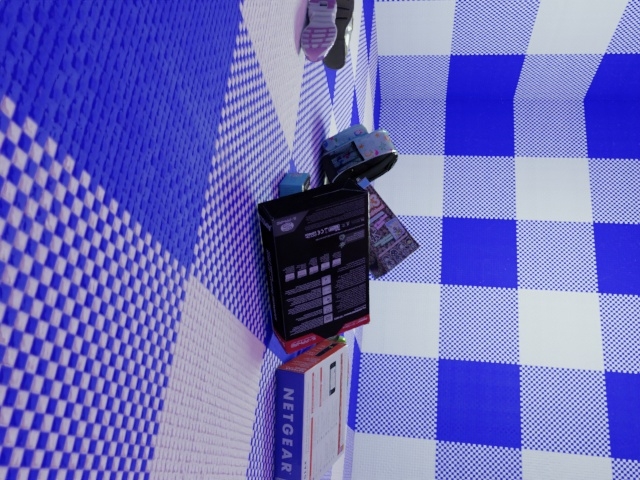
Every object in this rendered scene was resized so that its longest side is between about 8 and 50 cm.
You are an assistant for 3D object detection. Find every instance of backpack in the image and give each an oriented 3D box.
[{"bbox_3d":[0.134,-0.284,1.986,0.225,0.253,0.191,48,21,-75],"label":"backpack"}]

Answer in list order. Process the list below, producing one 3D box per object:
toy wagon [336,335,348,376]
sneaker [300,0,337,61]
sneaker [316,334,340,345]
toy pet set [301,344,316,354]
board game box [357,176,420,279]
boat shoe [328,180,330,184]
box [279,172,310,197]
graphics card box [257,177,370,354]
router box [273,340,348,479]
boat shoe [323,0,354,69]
[{"bbox_3d":[0.076,0.583,2.427,0.267,0.068,0.344,-77,165,-47],"label":"toy wagon"},{"bbox_3d":[0.001,-0.573,1.620,0.104,0.095,0.236,92,5,-57],"label":"sneaker"},{"bbox_3d":[0.008,0.358,1.924,0.227,0.087,0.130,0,94,-77],"label":"sneaker"},{"bbox_3d":[-0.049,0.358,1.724,0.114,0.065,0.122,-42,144,-25],"label":"toy pet set"},{"bbox_3d":[0.171,-0.033,1.957,0.291,0.141,0.232,52,-9,6],"label":"board game box"},{"bbox_3d":[0.075,-0.221,2.138,0.096,0.088,0.268,31,63,-79],"label":"boat shoe"},{"bbox_3d":[-0.060,-0.042,1.469,0.100,0.060,0.244,-67,158,-65],"label":"box"},{"bbox_3d":[-0.006,0.062,1.315,0.094,0.232,0.371,48,-31,49],"label":"graphics card box"},{"bbox_3d":[-0.019,0.473,1.580,0.301,0.082,0.336,-9,102,-66],"label":"router box"},{"bbox_3d":[0.051,-0.704,1.842,0.302,0.113,0.103,98,1,-48],"label":"boat shoe"}]
